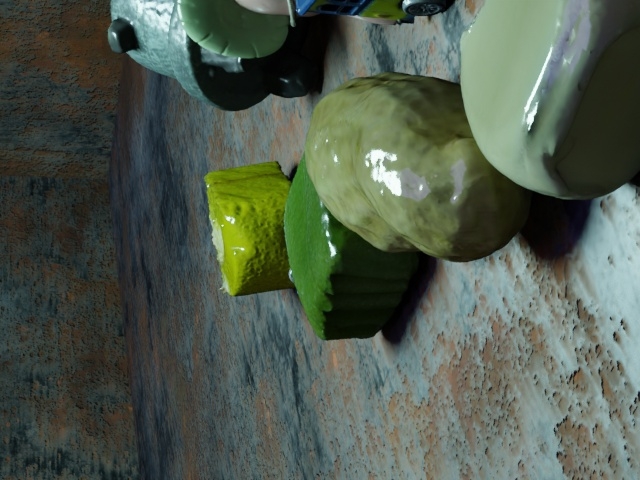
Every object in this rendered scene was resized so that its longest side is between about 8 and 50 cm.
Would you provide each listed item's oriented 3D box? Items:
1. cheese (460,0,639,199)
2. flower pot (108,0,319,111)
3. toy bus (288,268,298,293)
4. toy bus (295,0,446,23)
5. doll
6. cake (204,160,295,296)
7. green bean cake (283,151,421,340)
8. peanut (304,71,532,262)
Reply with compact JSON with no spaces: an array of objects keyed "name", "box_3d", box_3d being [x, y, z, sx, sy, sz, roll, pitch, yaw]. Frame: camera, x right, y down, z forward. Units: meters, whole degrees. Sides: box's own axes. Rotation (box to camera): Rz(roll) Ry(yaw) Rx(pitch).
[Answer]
[{"name":"cheese","box_3d":[0.201,-0.170,0.968,0.233,0.127,0.266,-107,26,-45]},{"name":"flower pot","box_3d":[-0.149,-0.350,1.808,0.282,0.299,0.299,26,120,31]},{"name":"toy bus","box_3d":[0.000,0.000,1.701,0.073,0.076,0.167,-142,53,-71]},{"name":"toy bus","box_3d":[0.082,-0.343,1.287,0.287,0.175,0.138,152,119,-70]},{"name":"doll","box_3d":[-0.042,-0.368,1.535,0.216,0.268,0.284,-126,39,-66]},{"name":"cake","box_3d":[-0.099,-0.011,1.898,0.260,0.156,0.179,-117,16,-67]},{"name":"green bean cake","box_3d":[0.035,-0.010,1.513,0.222,0.125,0.248,112,156,-53]},{"name":"peanut","box_3d":[0.093,-0.074,1.245,0.387,0.169,0.192,-147,54,-70]}]
